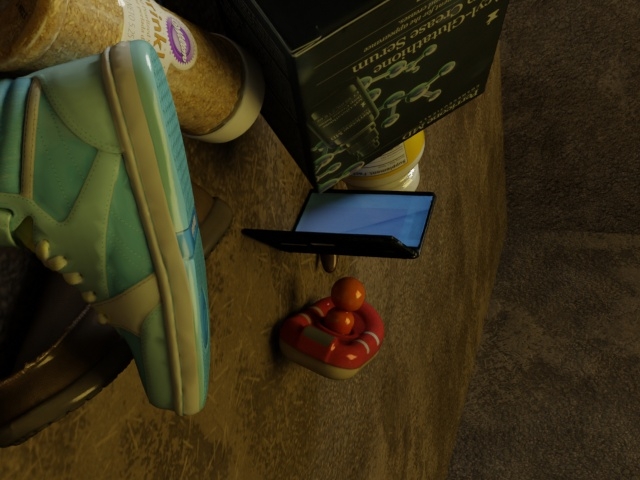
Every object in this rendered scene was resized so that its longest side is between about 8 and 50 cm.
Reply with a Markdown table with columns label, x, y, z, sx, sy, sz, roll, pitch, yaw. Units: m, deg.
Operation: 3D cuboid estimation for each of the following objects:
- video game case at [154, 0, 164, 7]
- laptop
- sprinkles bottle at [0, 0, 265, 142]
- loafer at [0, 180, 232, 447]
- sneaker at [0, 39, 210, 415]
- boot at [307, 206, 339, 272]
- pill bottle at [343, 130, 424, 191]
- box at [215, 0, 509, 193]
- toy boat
| label | x | y | z | sx | sy | sz | roll | pitch | yaw |
| --- | --- | --- | --- | --- | --- | --- | --- | --- | --- |
| video game case | -0.216 | -0.255 | 0.919 | 0.166 | 0.015 | 0.119 | 66 | 33 | -51 |
| laptop | 0.041 | -0.045 | 1.338 | 0.264 | 0.235 | 0.136 | 28 | 66 | -68 |
| sprinkles bottle | -0.187 | -0.183 | 0.828 | 0.355 | 0.121 | 0.121 | 8 | 86 | -66 |
| loafer | -0.227 | 0.047 | 0.833 | 0.130 | 0.134 | 0.366 | 46 | 40 | -13 |
| sneaker | -0.208 | 0.007 | 0.703 | 0.127 | 0.208 | 0.318 | -118 | -161 | -80 |
| boot | 0.000 | 0.000 | 1.516 | 0.114 | 0.037 | 0.106 | 34 | 49 | -71 |
| pill bottle | 0.083 | -0.218 | 1.488 | 0.333 | 0.188 | 0.187 | 70 | 31 | -48 |
| box | 0.050 | -0.275 | 1.036 | 0.212 | 0.294 | 0.395 | 56 | -6 | 16 |
| toy boat | 0.034 | 0.133 | 1.439 | 0.231 | 0.151 | 0.151 | -20 | 132 | -69 |
